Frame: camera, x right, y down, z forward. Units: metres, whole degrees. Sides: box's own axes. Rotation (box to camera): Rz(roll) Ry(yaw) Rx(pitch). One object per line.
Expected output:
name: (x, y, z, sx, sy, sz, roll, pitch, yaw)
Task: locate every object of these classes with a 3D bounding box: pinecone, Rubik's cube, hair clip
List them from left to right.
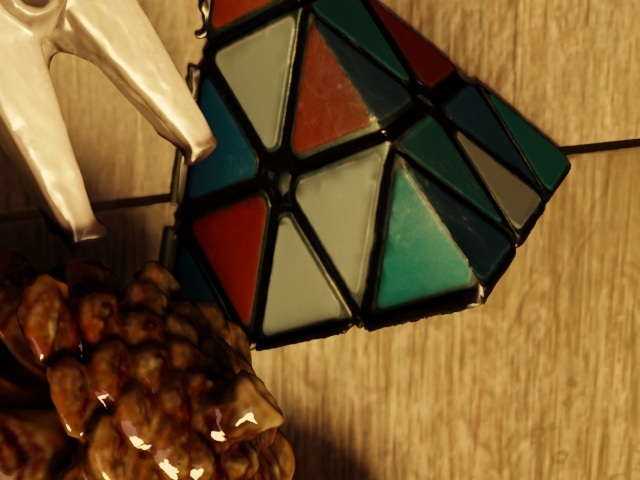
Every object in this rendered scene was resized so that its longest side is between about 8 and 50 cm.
hair clip: (-0.165, -0.159, 0.931, 0.101, 0.085, 0.330, -31, 116, -8)
pinecone: (-0.142, 0.117, 0.961, 0.273, 0.224, 0.224, -14, 121, 27)
Rubik's cube: (0.000, 0.000, 1.070, 0.234, 0.284, 0.250, -44, 154, 22)
